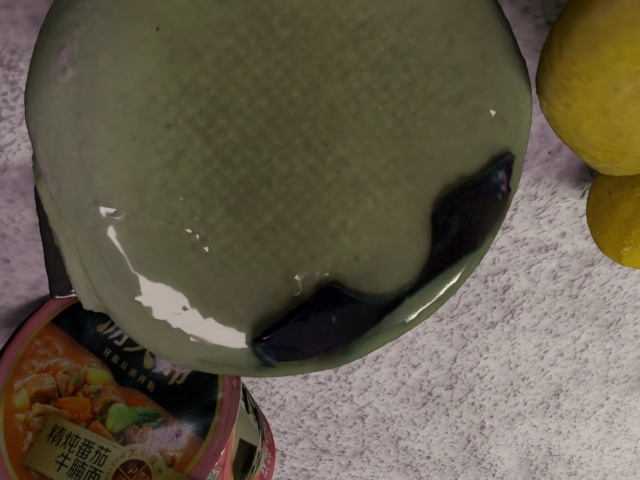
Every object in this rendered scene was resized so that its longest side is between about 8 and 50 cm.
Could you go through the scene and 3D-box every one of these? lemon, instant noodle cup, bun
[{"bbox_3d":[0.289,-0.030,0.772,0.109,0.109,0.133,-8,136,-9],"label":"lemon"},{"bbox_3d":[-0.151,0.183,0.826,0.243,0.244,0.255,-18,151,5],"label":"instant noodle cup"},{"bbox_3d":[-0.032,-0.069,0.536,0.293,0.293,0.187,2,-175,-21],"label":"bun"}]

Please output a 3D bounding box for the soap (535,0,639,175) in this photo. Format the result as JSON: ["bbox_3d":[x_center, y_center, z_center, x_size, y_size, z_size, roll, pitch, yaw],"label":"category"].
[{"bbox_3d":[0.288,-0.124,0.532,0.306,0.115,0.427,-16,168,19],"label":"soap"}]

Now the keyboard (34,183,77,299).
[{"bbox_3d":[-0.056,-0.019,0.694,0.316,0.027,0.106,-7,101,-10],"label":"keyboard"}]
